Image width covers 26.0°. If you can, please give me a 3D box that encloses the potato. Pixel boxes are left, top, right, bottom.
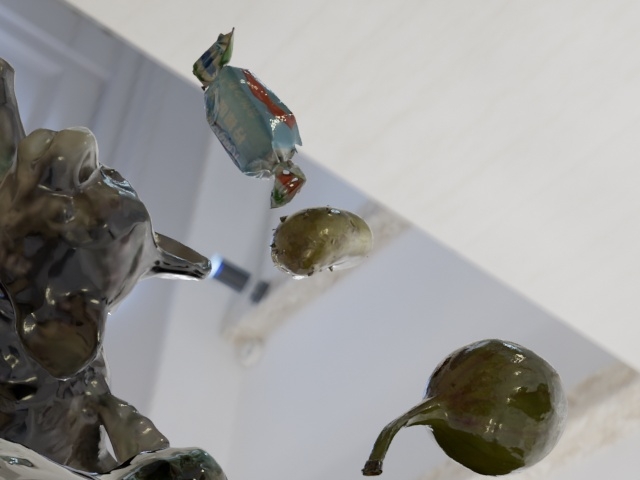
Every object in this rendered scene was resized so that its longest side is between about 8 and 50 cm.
[{"bbox_3d":[0.000,0.000,1.437,0.091,0.138,0.070,-20,-95,26],"label":"potato"}]

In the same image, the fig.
[{"bbox_3d":[0.110,0.156,1.183,0.124,0.236,0.124,12,-73,47],"label":"fig"}]

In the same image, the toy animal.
[{"bbox_3d":[-0.216,0.055,1.111,0.194,0.302,0.344,-44,159,-52],"label":"toy animal"}]

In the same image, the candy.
[{"bbox_3d":[-0.026,-0.048,0.522,0.030,0.020,0.083,-50,-128,24],"label":"candy"}]

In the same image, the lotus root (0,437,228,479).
[{"bbox_3d":[-0.084,0.089,0.285,0.113,0.192,0.088,9,-75,33],"label":"lotus root"}]
